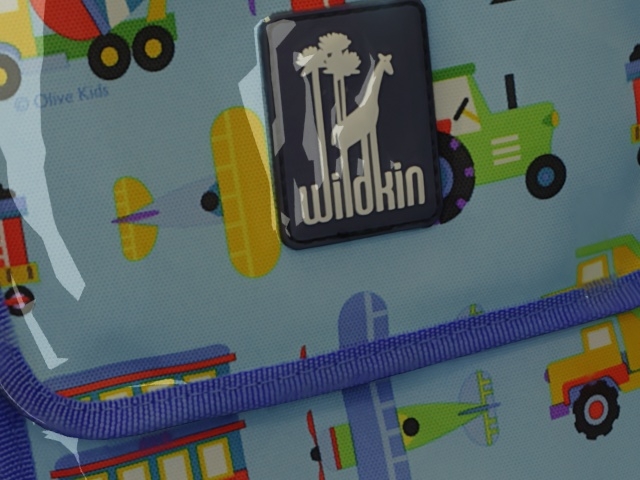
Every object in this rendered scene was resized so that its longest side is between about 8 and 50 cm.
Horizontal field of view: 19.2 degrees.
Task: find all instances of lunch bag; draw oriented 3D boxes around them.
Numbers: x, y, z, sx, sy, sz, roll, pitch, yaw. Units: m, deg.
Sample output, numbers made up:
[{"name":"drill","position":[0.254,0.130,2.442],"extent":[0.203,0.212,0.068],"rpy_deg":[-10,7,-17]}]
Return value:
[{"name":"lunch bag","position":[0.000,0.000,0.548],"extent":[0.221,0.138,0.293],"rpy_deg":[-13,116,-16]}]
